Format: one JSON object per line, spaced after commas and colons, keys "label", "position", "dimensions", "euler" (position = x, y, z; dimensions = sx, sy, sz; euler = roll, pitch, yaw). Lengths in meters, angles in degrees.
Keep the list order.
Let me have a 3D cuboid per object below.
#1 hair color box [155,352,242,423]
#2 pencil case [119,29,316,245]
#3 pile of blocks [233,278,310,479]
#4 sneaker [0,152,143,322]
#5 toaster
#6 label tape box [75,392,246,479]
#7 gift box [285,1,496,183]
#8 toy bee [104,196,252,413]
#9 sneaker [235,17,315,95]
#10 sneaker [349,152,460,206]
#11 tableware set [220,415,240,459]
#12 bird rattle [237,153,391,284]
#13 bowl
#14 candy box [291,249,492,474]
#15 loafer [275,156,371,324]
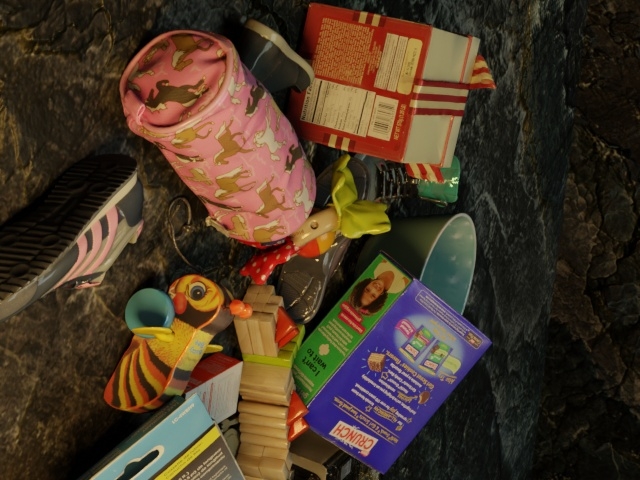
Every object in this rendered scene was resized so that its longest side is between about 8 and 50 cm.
{"label": "hair color box", "position": [-0.187, 0.243, 2.002], "dimensions": [0.167, 0.053, 0.093], "euler": [-25, 128, -61]}
{"label": "pencil case", "position": [-0.132, -0.133, 1.768], "dimensions": [0.386, 0.160, 0.167], "euler": [56, 47, -60]}
{"label": "pile of blocks", "position": [-0.065, 0.241, 2.148], "dimensions": [0.149, 0.113, 0.362], "euler": [-46, 140, -65]}
{"label": "sneaker", "position": [-0.306, 0.027, 1.544], "dimensions": [0.319, 0.112, 0.131], "euler": [-48, 142, -43]}
{"label": "toaster", "position": [0.003, 0.447, 2.465], "dimensions": [0.186, 0.110, 0.168], "euler": [-31, 132, -57]}
{"label": "label tape box", "position": [-0.242, 0.345, 1.780], "dimensions": [0.249, 0.115, 0.347], "euler": [-40, 143, -16]}
{"label": "gift box", "position": [0.121, -0.237, 2.125], "dimensions": [0.258, 0.276, 0.255], "euler": [-7, 116, -66]}
{"label": "toy bee", "position": [-0.186, 0.109, 1.794], "dimensions": [0.195, 0.162, 0.298], "euler": [-15, 118, -61]}
{"label": "sneaker", "position": [-0.088, -0.239, 1.919], "dimensions": [0.118, 0.083, 0.222], "euler": [-58, 158, 0]}
{"label": "sneaker", "position": [0.163, -0.114, 2.389], "dimensions": [0.295, 0.178, 0.123], "euler": [-38, 138, -53]}
{"label": "tableware set", "position": [-0.186, 0.352, 2.088], "dimensions": [0.194, 0.039, 0.128], "euler": [-6, 102, -67]}
{"label": "bird rattle", "position": [-0.017, -0.007, 2.076], "dimensions": [0.253, 0.143, 0.207], "euler": [-36, 173, -8]}
{"label": "bowl", "position": [0.172, 0.077, 2.544], "dimensions": [0.311, 0.163, 0.311], "euler": [-45, 144, -48]}
{"label": "candy box", "position": [0.108, 0.221, 2.309], "dimensions": [0.317, 0.122, 0.268], "euler": [-51, 131, 0]}
{"label": "loafer", "position": [0.000, 0.000, 2.230], "dimensions": [0.095, 0.109, 0.302], "euler": [45, 68, -84]}
